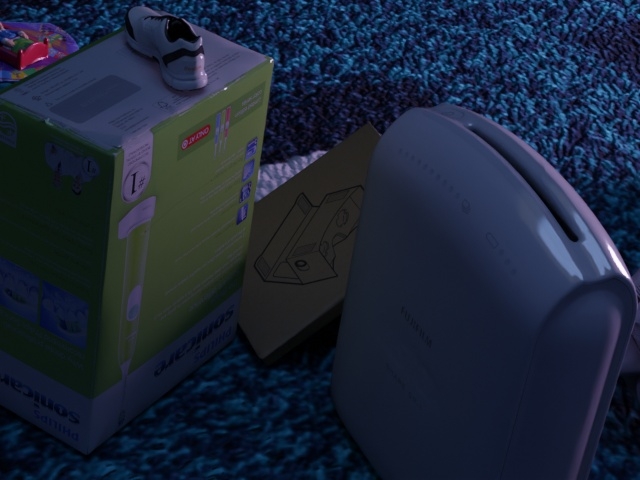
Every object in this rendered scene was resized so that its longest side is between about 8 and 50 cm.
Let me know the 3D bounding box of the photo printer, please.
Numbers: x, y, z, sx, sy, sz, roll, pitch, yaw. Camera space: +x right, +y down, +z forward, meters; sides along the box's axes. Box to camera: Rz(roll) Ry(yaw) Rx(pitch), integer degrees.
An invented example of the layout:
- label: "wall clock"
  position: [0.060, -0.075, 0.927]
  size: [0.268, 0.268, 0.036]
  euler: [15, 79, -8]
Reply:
- label: "photo printer"
  position: [0.115, 0.068, 1.276]
  size: [0.107, 0.307, 0.256]
  euler: [-10, 39, -26]

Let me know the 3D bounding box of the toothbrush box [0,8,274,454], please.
- label: "toothbrush box"
  position: [-0.155, -0.009, 1.344]
  size: [0.122, 0.283, 0.206]
  euler: [24, 37, 23]

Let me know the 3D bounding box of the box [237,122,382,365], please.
- label: "box"
  position: [0.000, 0.000, 1.502]
  size: [0.201, 0.021, 0.164]
  euler: [-35, 44, 0]

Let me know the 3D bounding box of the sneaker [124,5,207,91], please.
- label: "sneaker"
  position: [-0.114, -0.154, 1.276]
  size: [0.040, 0.043, 0.109]
  euler: [-15, 38, -28]

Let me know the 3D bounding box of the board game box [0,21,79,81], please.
- label: "board game box"
  position: [-0.342, -0.217, 1.827]
  size: [0.169, 0.033, 0.133]
  euler: [0, 35, -12]

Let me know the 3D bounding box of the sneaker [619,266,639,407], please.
- label: "sneaker"
  position: [0.382, 0.089, 1.471]
  size: [0.366, 0.210, 0.137]
  euler: [30, 21, -36]
